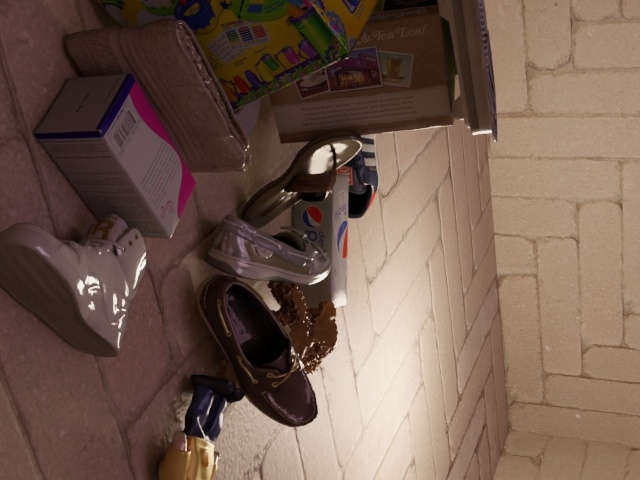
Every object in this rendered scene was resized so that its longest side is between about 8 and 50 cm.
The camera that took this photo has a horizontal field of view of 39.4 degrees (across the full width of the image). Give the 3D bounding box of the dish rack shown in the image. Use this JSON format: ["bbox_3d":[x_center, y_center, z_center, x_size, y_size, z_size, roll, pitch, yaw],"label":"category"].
[{"bbox_3d":[0.253,-0.363,1.545,0.285,0.072,0.332,-78,159,-49],"label":"dish rack"}]

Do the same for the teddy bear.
[{"bbox_3d":[-0.096,0.193,1.724,0.338,0.113,0.245,-34,116,-52],"label":"teddy bear"}]

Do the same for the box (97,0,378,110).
[{"bbox_3d":[-0.122,-0.359,1.256,0.279,0.290,0.177,49,44,-27],"label":"box"}]

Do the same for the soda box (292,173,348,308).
[{"bbox_3d":[0.000,0.000,1.905,0.091,0.098,0.286,-7,98,-66],"label":"soda box"}]

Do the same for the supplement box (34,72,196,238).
[{"bbox_3d":[-0.278,-0.112,1.246,0.220,0.114,0.111,64,36,-45],"label":"supplement box"}]

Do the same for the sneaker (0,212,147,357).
[{"bbox_3d":[-0.323,0.020,1.183,0.292,0.108,0.169,73,28,-57],"label":"sneaker"}]

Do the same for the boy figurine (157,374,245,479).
[{"bbox_3d":[-0.210,0.367,1.475,0.177,0.092,0.285,68,31,-58],"label":"boy figurine"}]

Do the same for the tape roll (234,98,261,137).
[{"bbox_3d":[-0.180,-0.268,1.503,0.219,0.072,0.219,2,90,-65],"label":"tape roll"}]

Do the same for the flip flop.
[{"bbox_3d":[-0.027,-0.100,1.647,0.080,0.277,0.112,59,16,27],"label":"flip flop"}]

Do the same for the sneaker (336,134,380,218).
[{"bbox_3d":[0.059,-0.190,1.976,0.350,0.131,0.148,68,29,-44],"label":"sneaker"}]

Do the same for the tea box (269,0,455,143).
[{"bbox_3d":[0.082,-0.363,1.695,0.323,0.329,0.219,-75,156,-55],"label":"tea box"}]

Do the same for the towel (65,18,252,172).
[{"bbox_3d":[-0.223,-0.192,1.272,0.282,0.187,0.049,63,33,-47],"label":"towel"}]

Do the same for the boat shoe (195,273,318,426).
[{"bbox_3d":[-0.097,0.199,1.551,0.117,0.097,0.324,-37,105,-24],"label":"boat shoe"}]

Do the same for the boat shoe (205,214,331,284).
[{"bbox_3d":[-0.080,0.015,1.654,0.320,0.118,0.103,7,104,-52],"label":"boat shoe"}]
